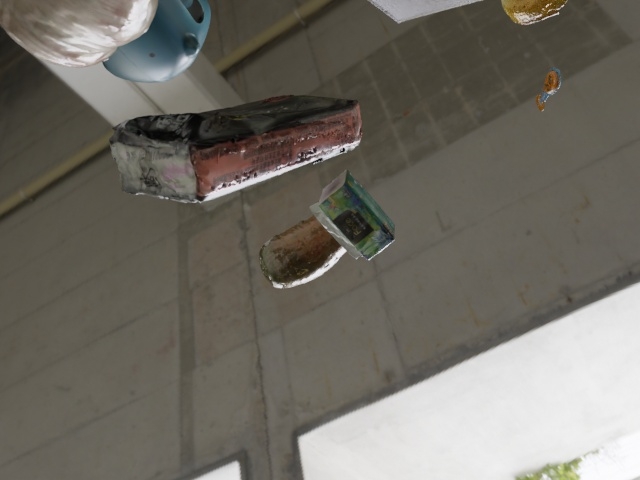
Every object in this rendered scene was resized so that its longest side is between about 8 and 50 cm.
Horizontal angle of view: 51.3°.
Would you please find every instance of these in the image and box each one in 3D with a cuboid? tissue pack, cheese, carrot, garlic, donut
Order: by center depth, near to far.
[{"bbox_3d":[-0.242,-0.260,0.538,0.218,0.212,0.219,-4,-96,42],"label":"garlic"},{"bbox_3d":[0.045,-0.032,0.973,0.079,0.111,0.085,-39,-168,16],"label":"tissue pack"},{"bbox_3d":[-0.124,-0.153,1.020,0.332,0.123,0.245,-23,-159,-39],"label":"tissue pack"},{"bbox_3d":[-0.314,-0.412,1.116,0.206,0.287,0.198,2,-122,29],"label":"tissue pack"},{"bbox_3d":[0.479,-0.318,1.401,0.017,0.111,0.047,-6,-119,-10],"label":"cheese"},{"bbox_3d":[0.000,0.000,1.532,0.301,0.139,0.138,-35,-139,-11],"label":"carrot"},{"bbox_3d":[0.562,-0.663,1.756,0.190,0.074,0.174,7,-98,50],"label":"donut"}]

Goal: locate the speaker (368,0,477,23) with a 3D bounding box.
[{"bbox_3d":[0.082,-0.364,0.709,0.192,0.230,0.153,3,-104,50],"label":"speaker"}]
